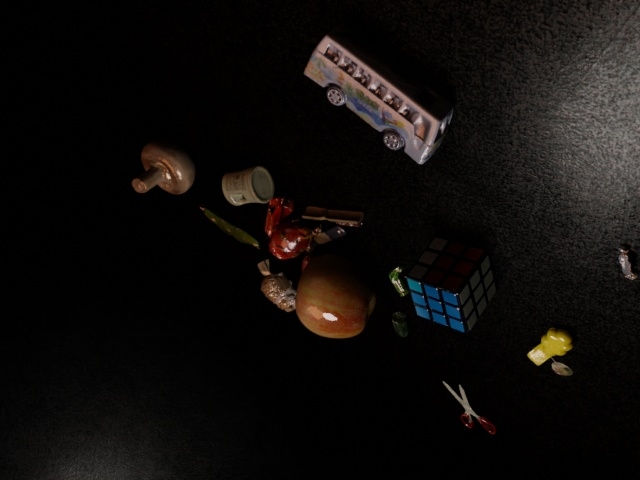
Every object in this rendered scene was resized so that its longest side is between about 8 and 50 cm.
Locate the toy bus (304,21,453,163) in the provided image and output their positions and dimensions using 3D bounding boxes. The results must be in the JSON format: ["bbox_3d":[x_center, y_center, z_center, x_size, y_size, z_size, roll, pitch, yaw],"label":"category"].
[{"bbox_3d":[0.129,-0.312,1.416,0.329,0.109,0.136,38,142,4],"label":"toy bus"}]

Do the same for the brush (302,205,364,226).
[{"bbox_3d":[0.037,-0.068,1.958,0.248,0.043,0.036,8,145,48],"label":"brush"}]

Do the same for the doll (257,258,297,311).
[{"bbox_3d":[-0.164,0.174,2.509,0.221,0.105,0.115,46,154,-11],"label":"doll"}]

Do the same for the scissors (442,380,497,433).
[{"bbox_3d":[0.509,0.577,2.329,0.144,0.017,0.248,-1,130,52],"label":"scissors"}]

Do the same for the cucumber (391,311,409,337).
[{"bbox_3d":[0.262,0.276,2.173,0.048,0.048,0.105,22,149,34],"label":"cucumber"}]

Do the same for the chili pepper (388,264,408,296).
[{"bbox_3d":[0.231,0.114,1.990,0.055,0.035,0.118,9,131,27],"label":"chili pepper"}]

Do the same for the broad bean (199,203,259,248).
[{"bbox_3d":[-0.334,-0.047,2.476,0.297,0.043,0.060,31,142,21],"label":"broad bean"}]

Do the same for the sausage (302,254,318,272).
[{"bbox_3d":[-0.025,0.094,2.240,0.076,0.076,0.141,33,163,15],"label":"sausage"}]

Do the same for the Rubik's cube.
[{"bbox_3d":[0.332,0.111,1.706,0.160,0.163,0.162,18,147,38],"label":"Rubik's cube"}]

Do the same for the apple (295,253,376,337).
[{"bbox_3d":[0.048,0.176,2.079,0.233,0.257,0.257,18,147,18],"label":"apple"}]

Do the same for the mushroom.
[{"bbox_3d":[-0.542,-0.233,2.283,0.207,0.215,0.207,28,142,24],"label":"mushroom"}]

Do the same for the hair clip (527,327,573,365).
[{"bbox_3d":[0.592,0.272,1.732,0.072,0.046,0.173,42,154,9],"label":"hair clip"}]

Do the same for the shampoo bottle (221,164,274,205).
[{"bbox_3d":[-0.244,-0.170,2.118,0.234,0.087,0.118,-1,109,54],"label":"shampoo bottle"}]

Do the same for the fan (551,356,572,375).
[{"bbox_3d":[0.649,0.340,1.806,0.060,0.003,0.080,13,142,42],"label":"fan"}]

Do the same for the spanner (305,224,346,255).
[{"bbox_3d":[0.000,0.000,2.134,0.087,0.024,0.315,46,152,-12],"label":"spanner"}]

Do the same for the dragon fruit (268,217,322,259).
[{"bbox_3d":[-0.070,-0.012,2.075,0.125,0.125,0.246,4,168,-32],"label":"dragon fruit"}]

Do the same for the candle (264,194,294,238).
[{"bbox_3d":[-0.141,-0.070,2.172,0.084,0.059,0.302,47,155,10],"label":"candle"}]

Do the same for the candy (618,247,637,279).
[{"bbox_3d":[0.631,0.049,1.377,0.030,0.020,0.083,12,139,44],"label":"candy"}]
